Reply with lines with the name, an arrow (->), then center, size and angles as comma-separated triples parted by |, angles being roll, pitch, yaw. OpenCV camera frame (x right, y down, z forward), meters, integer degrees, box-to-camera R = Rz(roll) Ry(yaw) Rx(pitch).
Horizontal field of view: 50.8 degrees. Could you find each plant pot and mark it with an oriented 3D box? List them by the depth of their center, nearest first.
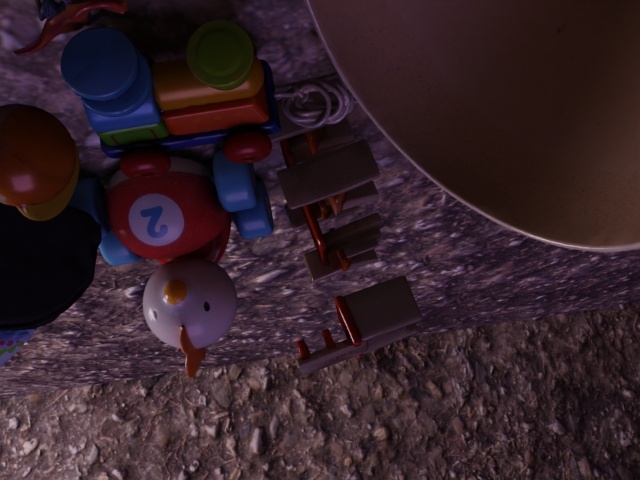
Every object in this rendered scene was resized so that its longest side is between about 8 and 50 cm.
plant pot -> 0.146, -0.162, 0.388 | 0.191, 0.284, 0.284 | -43, 169, -16

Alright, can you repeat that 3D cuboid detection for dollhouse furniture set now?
dollhouse furniture set -> 0.000, 0.000, 0.741 | 0.135, 0.259, 0.262 | -20, 161, -3

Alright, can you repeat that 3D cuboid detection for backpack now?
backpack -> -0.457, 0.047, 0.688 | 0.356, 0.273, 0.290 | -1, 163, 33

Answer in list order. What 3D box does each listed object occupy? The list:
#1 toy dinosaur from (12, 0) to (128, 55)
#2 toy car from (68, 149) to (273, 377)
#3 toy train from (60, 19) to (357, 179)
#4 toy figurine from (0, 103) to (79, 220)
toy dinosaur -> -0.168, -0.155, 0.472 | 0.047, 0.090, 0.082 | 21, -170, -41
toy car -> -0.164, 0.040, 0.800 | 0.219, 0.237, 0.210 | -11, 162, 2
toy train -> -0.063, -0.126, 0.525 | 0.248, 0.105, 0.143 | -9, 174, -3
toy figurine -> -0.153, -0.103, 0.242 | 0.148, 0.213, 0.209 | 15, -177, -2
